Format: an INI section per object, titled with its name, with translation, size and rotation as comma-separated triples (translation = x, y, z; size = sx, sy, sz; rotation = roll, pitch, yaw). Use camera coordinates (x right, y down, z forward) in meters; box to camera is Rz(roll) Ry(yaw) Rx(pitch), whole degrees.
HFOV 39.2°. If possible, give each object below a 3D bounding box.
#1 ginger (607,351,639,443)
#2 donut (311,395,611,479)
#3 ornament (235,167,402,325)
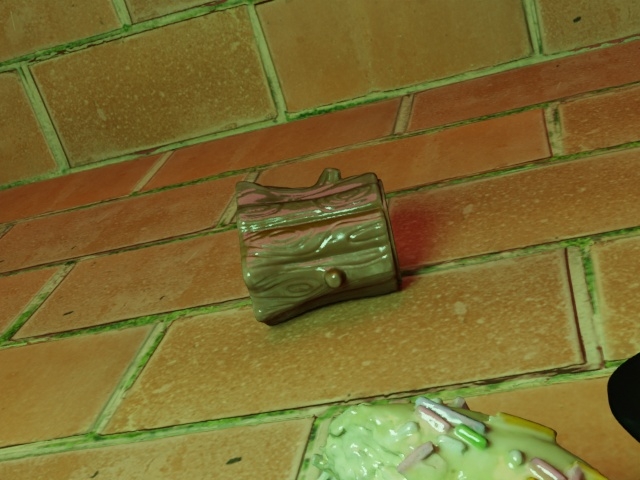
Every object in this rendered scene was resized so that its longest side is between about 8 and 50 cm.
[ginger]
translation = 0.449, 0.158, 0.713
size = 0.358, 0.211, 0.413
rotation = -45, 23, -24
[donut]
translation = 0.112, 0.264, 0.624
size = 0.307, 0.150, 0.371
rotation = 14, 32, 8
[ornament]
translation = 0.000, 0.000, 1.345
size = 0.217, 0.221, 0.235
rotation = -12, -3, 5
